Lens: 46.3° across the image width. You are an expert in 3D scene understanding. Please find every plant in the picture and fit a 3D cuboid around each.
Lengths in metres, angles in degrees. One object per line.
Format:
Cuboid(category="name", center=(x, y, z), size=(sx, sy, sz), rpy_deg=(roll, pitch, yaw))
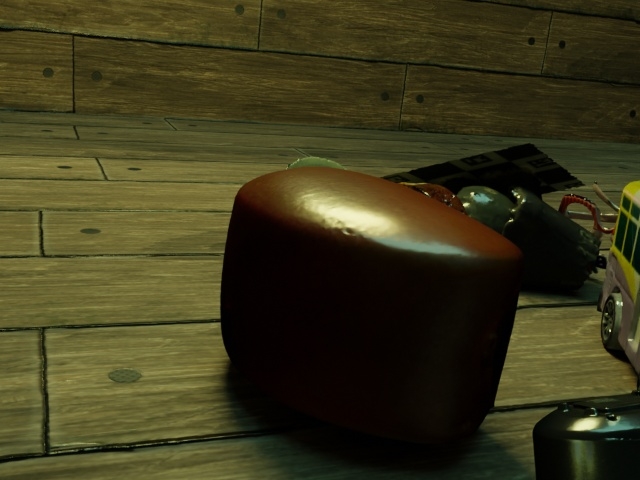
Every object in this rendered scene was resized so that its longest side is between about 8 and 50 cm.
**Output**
Cuboid(category="plant", center=(0.332, -0.004, 1.260), size=(0.256, 0.164, 0.142), rpy_deg=(20, 18, 8))

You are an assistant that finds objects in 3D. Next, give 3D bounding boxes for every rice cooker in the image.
Cuboid(category="rice cooker", center=(0.258, 0.182, 0.625), size=(0.165, 0.106, 0.112), rpy_deg=(-9, -4, -16))

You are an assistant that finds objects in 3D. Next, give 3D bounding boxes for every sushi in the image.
Cuboid(category="sushi", center=(0.282, -0.058, 1.425), size=(0.373, 0.100, 0.296), rpy_deg=(-10, -17, 35))

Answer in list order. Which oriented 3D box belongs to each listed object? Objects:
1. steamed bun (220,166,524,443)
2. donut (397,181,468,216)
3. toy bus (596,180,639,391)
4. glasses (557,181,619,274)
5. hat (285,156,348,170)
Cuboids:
Cuboid(category="steamed bun", center=(0.023, 0.048, 0.798), size=(0.248, 0.235, 0.379), rpy_deg=(1, 16, -25))
Cuboid(category="donut", center=(0.176, -0.020, 1.237), size=(0.073, 0.166, 0.184), rpy_deg=(-18, 12, -28))
Cuboid(category="toy bus", center=(0.476, 0.071, 0.858), size=(0.209, 0.249, 0.440), rpy_deg=(8, 15, 9))
Cuboid(category="glasses", center=(0.507, -0.004, 1.301), size=(0.095, 0.162, 0.255), rpy_deg=(-23, 32, -33))
Cuboid(category="hat", center=(0.000, 0.000, 1.182), size=(0.252, 0.252, 0.110), rpy_deg=(-13, -18, -49))
